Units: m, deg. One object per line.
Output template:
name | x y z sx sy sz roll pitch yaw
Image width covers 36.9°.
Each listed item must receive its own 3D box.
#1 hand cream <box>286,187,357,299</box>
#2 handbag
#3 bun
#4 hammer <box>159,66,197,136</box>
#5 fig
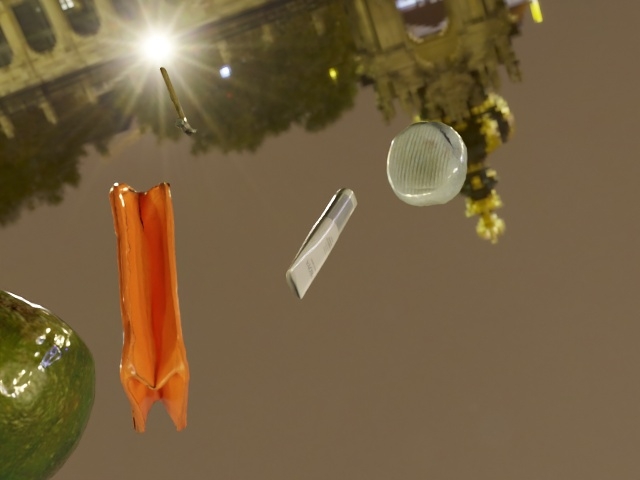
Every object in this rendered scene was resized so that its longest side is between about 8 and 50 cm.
hand cream | 0.000 0.000 1.844 0.048 0.079 0.255 3 -134 31
handbag | -0.318 0.118 1.775 0.116 0.303 0.410 -4 -121 -11
bun | 0.178 -0.122 1.554 0.140 0.141 0.083 -5 171 34
hammer | -0.273 -0.264 1.813 0.017 0.062 0.182 -32 -126 11
fig | -0.294 0.157 0.718 0.203 0.203 0.235 -6 -133 34
